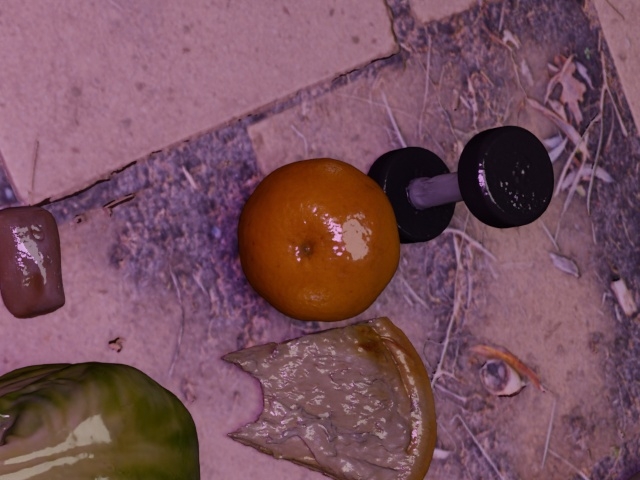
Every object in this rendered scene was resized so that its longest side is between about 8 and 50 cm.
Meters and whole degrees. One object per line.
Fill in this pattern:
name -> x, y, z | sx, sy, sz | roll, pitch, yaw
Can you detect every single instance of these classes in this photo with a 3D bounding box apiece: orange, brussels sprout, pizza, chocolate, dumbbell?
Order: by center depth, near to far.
brussels sprout -> -0.234, 0.206, 1.453 | 0.271, 0.219, 0.210 | 0, 81, -50
chocolate -> -0.257, 0.019, 1.574 | 0.065, 0.031, 0.100 | -8, 91, -30
orange -> 0.000, 0.000, 1.687 | 0.136, 0.159, 0.159 | -24, 102, -75
pizza -> 0.014, 0.154, 1.745 | 0.262, 0.034, 0.181 | 17, 76, -32
dumbbell -> 0.135, -0.053, 1.754 | 0.100, 0.191, 0.100 | 4, 83, -35

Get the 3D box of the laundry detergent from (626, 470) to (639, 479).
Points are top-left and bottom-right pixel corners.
laundry detergent -> 0.377, 0.332, 1.944 | 0.253, 0.091, 0.181 | -18, 101, -35
